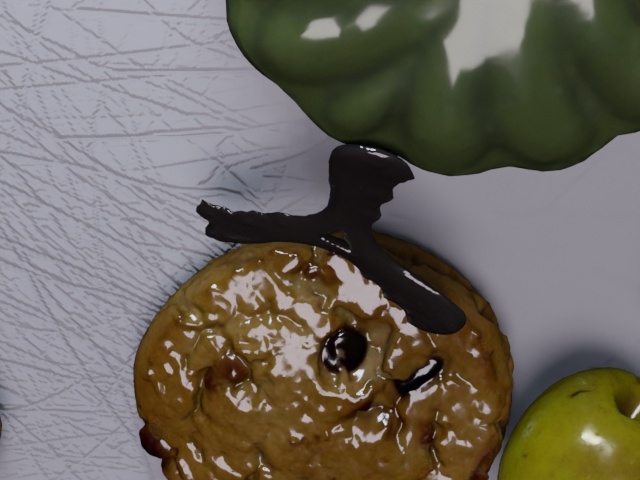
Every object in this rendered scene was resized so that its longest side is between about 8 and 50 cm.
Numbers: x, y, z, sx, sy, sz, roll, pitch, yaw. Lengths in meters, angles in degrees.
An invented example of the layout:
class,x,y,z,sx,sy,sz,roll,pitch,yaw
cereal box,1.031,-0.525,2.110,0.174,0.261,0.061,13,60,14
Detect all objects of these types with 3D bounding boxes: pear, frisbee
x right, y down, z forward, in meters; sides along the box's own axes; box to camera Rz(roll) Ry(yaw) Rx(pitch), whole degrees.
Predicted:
class,x,y,z,sx,sy,sz,roll,pitch,yaw
pear,0.208,0.181,1.081,0.149,0.149,0.162,16,112,-8
frisbee,0.000,0.000,0.968,0.187,0.012,0.211,4,146,29

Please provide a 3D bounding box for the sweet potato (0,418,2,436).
class,x,y,z,sx,sy,sz,roll,pitch,yaw
sweet potato,-0.291,0.186,1.132,0.067,0.059,0.281,29,116,24

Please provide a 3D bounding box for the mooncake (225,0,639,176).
class,x,y,z,sx,sy,sz,roll,pitch,yaw
mooncake,0.093,-0.216,0.851,0.351,0.187,0.351,1,120,1

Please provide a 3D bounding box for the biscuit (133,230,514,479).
class,x,y,z,sx,sy,sz,roll,pitch,yaw
biscuit,0.002,0.122,1.089,0.296,0.075,0.296,0,116,0
